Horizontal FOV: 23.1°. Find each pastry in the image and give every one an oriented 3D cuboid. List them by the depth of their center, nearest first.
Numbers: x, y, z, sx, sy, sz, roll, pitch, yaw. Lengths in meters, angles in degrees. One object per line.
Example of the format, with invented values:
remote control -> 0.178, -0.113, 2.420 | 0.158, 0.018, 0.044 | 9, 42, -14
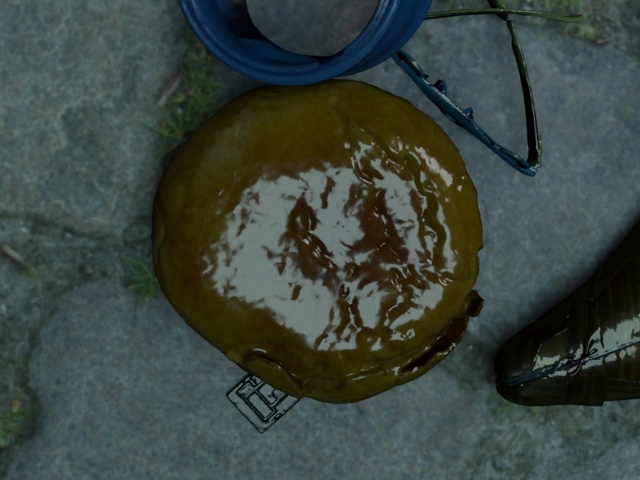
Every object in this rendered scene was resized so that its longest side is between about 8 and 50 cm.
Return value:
pastry -> 0.000, 0.000, 1.608 | 0.356, 0.164, 0.356 | 0, 95, -4

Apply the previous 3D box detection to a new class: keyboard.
keyboard -> -0.008, 0.122, 1.710 | 0.204, 0.013, 0.061 | -42, 104, -1

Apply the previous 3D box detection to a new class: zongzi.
zongzi -> 0.296, 0.061, 1.711 | 0.221, 0.112, 0.242 | -4, 93, -9

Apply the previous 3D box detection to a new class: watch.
watch -> -0.050, -0.288, 1.523 | 0.305, 0.241, 0.274 | 0, 101, 21

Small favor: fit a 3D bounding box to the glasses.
glasses -> 0.176, -0.191, 1.669 | 0.239, 0.102, 0.207 | 43, 62, -13
